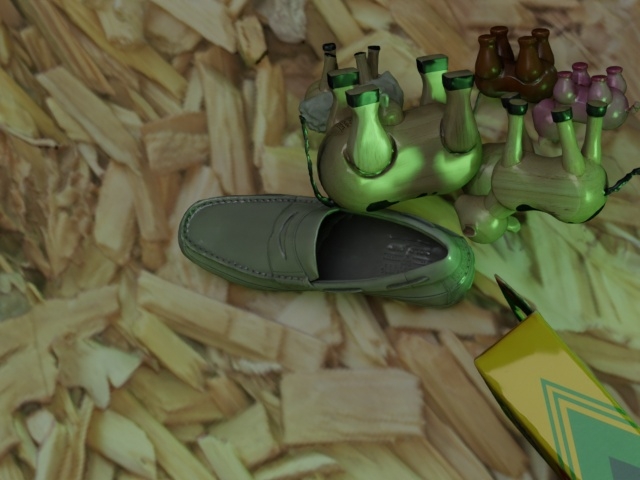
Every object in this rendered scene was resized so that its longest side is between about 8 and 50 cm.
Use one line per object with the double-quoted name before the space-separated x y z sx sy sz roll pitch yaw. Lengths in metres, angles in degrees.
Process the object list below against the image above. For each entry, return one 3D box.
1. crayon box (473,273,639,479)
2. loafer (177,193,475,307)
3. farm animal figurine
"crayon box" 0.252 0.191 1.789 0.081 0.202 0.318 -39 67 -1
"loafer" 0.000 0.000 1.960 0.319 0.111 0.112 6 74 16
"farm animal figurine" 0.142 -0.085 1.880 0.327 0.330 0.172 -4 111 1
